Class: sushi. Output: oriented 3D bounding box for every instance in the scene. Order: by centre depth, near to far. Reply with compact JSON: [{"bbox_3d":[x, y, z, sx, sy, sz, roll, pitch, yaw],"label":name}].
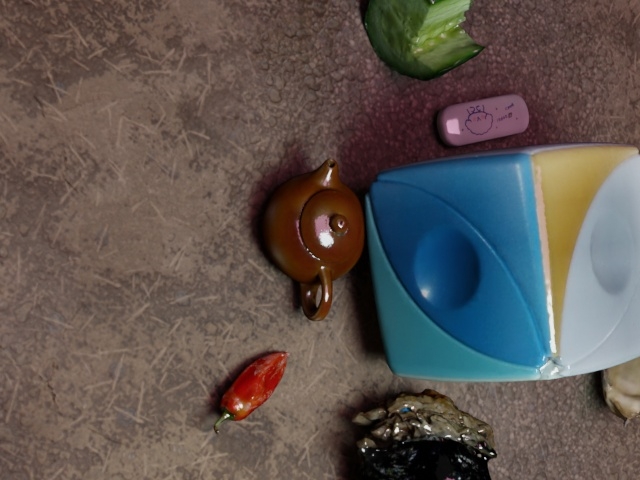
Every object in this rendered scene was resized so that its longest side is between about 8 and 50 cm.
[{"bbox_3d":[0.176,0.340,1.739,0.238,0.225,0.218,44,51,-55],"label":"sushi"}]

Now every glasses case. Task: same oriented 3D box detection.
[{"bbox_3d":[0.290,-0.214,1.944,0.197,0.049,0.076,-13,92,-30],"label":"glasses case"}]

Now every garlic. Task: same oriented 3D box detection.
[{"bbox_3d":[0.606,0.224,2.010,0.338,0.196,0.151,-37,90,-19],"label":"garlic"}]

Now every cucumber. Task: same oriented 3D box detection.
[{"bbox_3d":[0.174,-0.377,1.822,0.130,0.191,0.191,-36,103,-29],"label":"cucumber"}]

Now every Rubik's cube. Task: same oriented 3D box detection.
[{"bbox_3d":[0.307,0.033,1.727,0.347,0.351,0.352,-4,86,-45],"label":"Rubik's cube"}]

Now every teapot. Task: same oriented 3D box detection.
[{"bbox_3d":[0.000,0.000,1.712,0.178,0.135,0.252,4,82,-25],"label":"teapot"}]

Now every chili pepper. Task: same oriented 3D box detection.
[{"bbox_3d":[-0.109,0.228,1.676,0.191,0.050,0.059,-43,104,-38],"label":"chili pepper"}]
